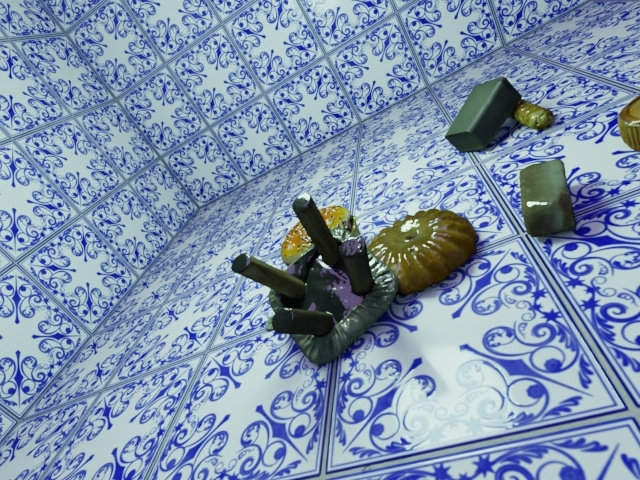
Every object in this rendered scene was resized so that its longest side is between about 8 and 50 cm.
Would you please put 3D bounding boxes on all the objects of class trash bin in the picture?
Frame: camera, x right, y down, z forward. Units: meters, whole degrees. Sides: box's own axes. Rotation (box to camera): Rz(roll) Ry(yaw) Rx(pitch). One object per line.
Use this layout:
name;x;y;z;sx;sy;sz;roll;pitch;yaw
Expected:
trash bin;0.594;-0.456;1.495;0.240;0.122;0.164;-56;19;-7

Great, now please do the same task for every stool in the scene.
stool;-0.019;0.092;0.998;0.310;0.226;0.310;-46;47;0

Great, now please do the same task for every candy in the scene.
candy;0.542;-0.105;0.974;0.104;0.102;0.234;-15;27;34

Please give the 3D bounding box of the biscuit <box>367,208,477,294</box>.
biscuit;0.254;0.016;1.108;0.326;0.107;0.325;-29;20;12

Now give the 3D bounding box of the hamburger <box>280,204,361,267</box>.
hamburger;0.000;0.000;1.359;0.301;0.176;0.300;-29;23;13

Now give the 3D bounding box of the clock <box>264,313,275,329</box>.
clock;-0.136;0.245;1.252;0.083;0.010;0.074;-33;23;-4

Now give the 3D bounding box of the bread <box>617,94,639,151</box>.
bread;0.842;-0.298;0.981;0.199;0.104;0.199;-27;28;16

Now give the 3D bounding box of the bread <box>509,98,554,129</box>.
bread;0.743;-0.478;1.492;0.367;0.084;0.077;-87;17;-61

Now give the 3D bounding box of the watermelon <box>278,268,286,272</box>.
watermelon;-0.021;0.125;1.191;0.302;0.129;0.123;-12;26;28
